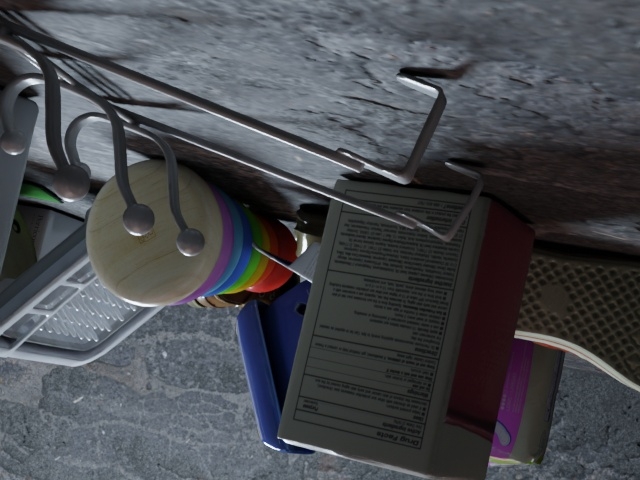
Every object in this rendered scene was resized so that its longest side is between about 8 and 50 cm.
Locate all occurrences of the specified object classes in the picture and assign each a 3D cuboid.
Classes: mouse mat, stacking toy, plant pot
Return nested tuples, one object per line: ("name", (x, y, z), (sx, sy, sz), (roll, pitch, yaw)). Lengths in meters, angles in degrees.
("mouse mat", (-0.457, -0.082, 1.655), (0.190, 0.007, 0.152), (13, 173, 2))
("stacking toy", (-0.114, 0.008, 1.285), (0.141, 0.141, 0.330), (10, 177, 18))
("plant pot", (0.017, 0.167, 1.617), (0.212, 0.236, 0.236), (-16, 168, 7))

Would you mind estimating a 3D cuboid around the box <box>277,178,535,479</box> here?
("box", (0.078, 0.078, 1.036), (0.149, 0.232, 0.127), (9, 172, 30))

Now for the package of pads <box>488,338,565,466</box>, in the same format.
("package of pads", (0.131, 0.130, 1.401), (0.296, 0.229, 0.101), (11, 173, 19))

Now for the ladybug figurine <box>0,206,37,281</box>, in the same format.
("ladybug figurine", (-0.565, -0.011, 1.714), (0.305, 0.162, 0.449), (20, 170, -42))

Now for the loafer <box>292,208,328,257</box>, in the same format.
("loafer", (0.000, 0.000, 1.310), (0.056, 0.050, 0.148), (11, 173, 9))

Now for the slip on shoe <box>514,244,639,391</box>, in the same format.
("slip on shoe", (0.277, 0.073, 1.163), (0.331, 0.123, 0.101), (16, -178, 21))

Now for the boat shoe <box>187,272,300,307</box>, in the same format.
("boat shoe", (-0.102, 0.041, 1.665), (0.104, 0.110, 0.307), (7, -178, 13))

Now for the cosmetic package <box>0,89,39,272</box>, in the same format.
("cosmetic package", (-0.490, 0.002, 1.034), (0.329, 0.327, 0.394), (16, 173, -33))

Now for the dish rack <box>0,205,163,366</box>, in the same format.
("dish rack", (-0.298, 0.053, 1.631), (0.072, 0.285, 0.333), (52, -175, 18))

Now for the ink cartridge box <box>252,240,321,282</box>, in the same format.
("ink cartridge box", (0.067, 0.061, 1.245), (0.224, 0.045, 0.223), (32, -177, 27))

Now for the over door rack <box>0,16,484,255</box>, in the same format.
("over door rack", (-0.069, -0.048, 0.794), (0.324, 0.108, 0.239), (10, 174, 14))

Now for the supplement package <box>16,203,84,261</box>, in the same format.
("supplement package", (-0.515, 0.044, 1.974), (0.263, 0.199, 0.198), (10, 172, 23))
